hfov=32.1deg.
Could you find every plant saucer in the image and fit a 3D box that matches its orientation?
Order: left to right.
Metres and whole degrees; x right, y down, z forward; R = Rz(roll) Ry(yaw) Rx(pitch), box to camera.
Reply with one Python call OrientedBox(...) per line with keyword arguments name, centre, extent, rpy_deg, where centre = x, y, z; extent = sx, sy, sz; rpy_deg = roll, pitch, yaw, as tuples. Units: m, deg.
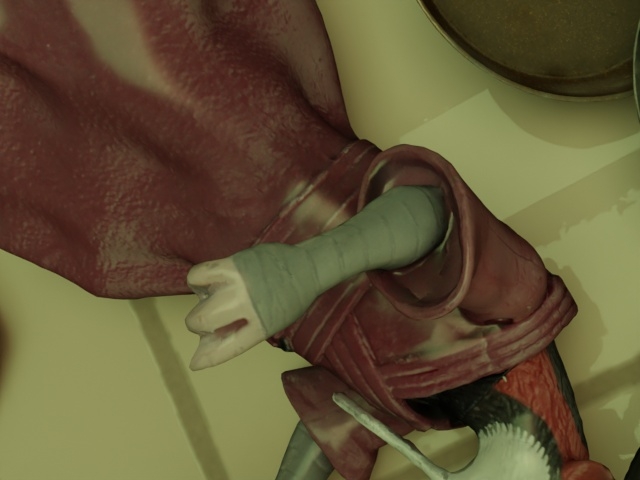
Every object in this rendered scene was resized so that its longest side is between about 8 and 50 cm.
OrientedBox(name="plant saucer", centre=(0.109, -0.142, 0.506), extent=(0.168, 0.029, 0.169), rpy_deg=(2, 82, -12))

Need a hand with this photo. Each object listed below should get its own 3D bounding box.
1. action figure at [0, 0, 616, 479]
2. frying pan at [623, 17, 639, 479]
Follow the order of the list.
OrientedBox(name="action figure", centre=(0.000, 0.000, 0.517), extent=(0.370, 0.248, 0.276), rpy_deg=(38, 55, 6))
OrientedBox(name="frying pan", centre=(0.217, -0.001, 0.442), extent=(0.197, 0.053, 0.326), rpy_deg=(8, 74, 8))
